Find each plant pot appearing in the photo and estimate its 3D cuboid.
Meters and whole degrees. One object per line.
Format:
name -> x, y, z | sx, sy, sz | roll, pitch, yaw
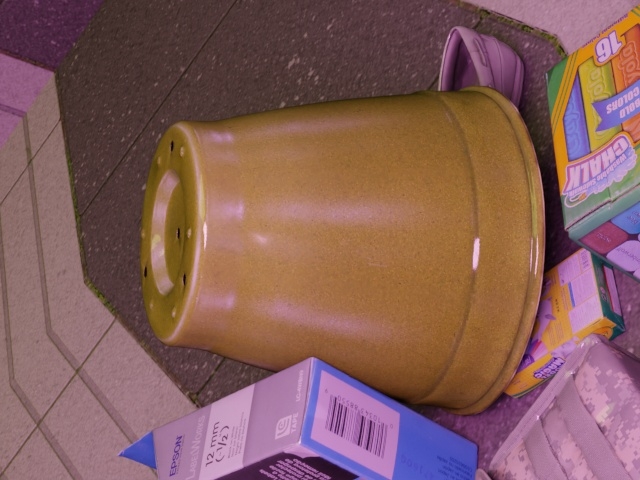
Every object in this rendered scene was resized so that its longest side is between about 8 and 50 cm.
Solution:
plant pot -> 0.000, 0.000, 1.823 | 0.366, 0.353, 0.367 | -176, 90, -70

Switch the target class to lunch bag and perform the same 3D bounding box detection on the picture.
lunch bag -> 0.256, 0.271, 1.533 | 0.287, 0.169, 0.235 | -56, 34, 22

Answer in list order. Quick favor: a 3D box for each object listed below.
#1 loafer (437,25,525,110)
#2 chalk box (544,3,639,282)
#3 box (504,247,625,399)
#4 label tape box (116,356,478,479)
loafer -> 0.172, -0.114, 2.023 | 0.112, 0.111, 0.319 | -27, 44, 42
chalk box -> 0.354, -0.071, 1.661 | 0.179, 0.180, 0.289 | -36, 39, 34
box -> 0.241, 0.095, 1.818 | 0.179, 0.043, 0.105 | -35, 40, 32
label tape box -> -0.035, 0.271, 1.867 | 0.347, 0.249, 0.115 | -29, 42, 41
